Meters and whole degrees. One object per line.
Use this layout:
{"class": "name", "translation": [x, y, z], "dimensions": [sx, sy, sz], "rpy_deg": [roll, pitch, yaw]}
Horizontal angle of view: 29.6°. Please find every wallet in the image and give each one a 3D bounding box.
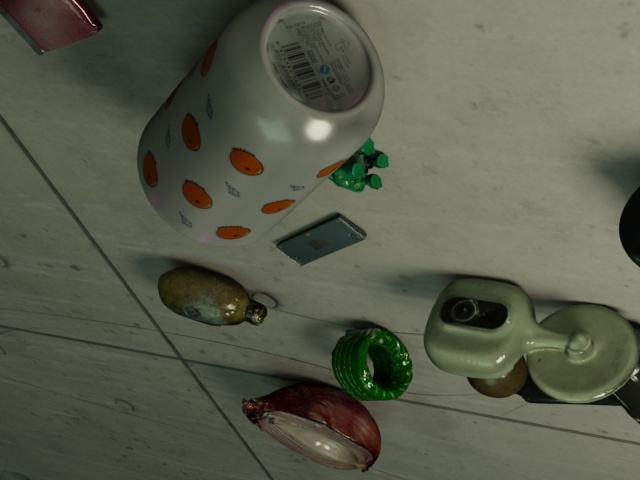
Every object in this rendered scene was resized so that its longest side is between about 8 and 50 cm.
{"class": "wallet", "translation": [-0.384, -0.332, 1.508], "dimensions": [0.119, 0.025, 0.232], "rpy_deg": [-12, 134, 33]}

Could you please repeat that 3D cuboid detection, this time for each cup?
{"class": "cup", "translation": [-0.070, -0.143, 1.436], "dimensions": [0.212, 0.212, 0.317], "rpy_deg": [30, 150, -13]}

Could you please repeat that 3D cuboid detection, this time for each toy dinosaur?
{"class": "toy dinosaur", "translation": [0.030, -0.100, 1.604], "dimensions": [0.096, 0.059, 0.132], "rpy_deg": [-4, 150, 47]}

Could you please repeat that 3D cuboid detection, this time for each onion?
{"class": "onion", "translation": [-0.015, 0.330, 2.281], "dimensions": [0.283, 0.120, 0.227], "rpy_deg": [28, 152, -17]}

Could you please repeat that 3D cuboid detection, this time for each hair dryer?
{"class": "hair dryer", "translation": [0.397, 0.217, 1.848], "dimensions": [0.189, 0.107, 0.352], "rpy_deg": [43, 151, -28]}

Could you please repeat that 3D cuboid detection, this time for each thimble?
{"class": "thimble", "translation": [0.084, 0.207, 2.018], "dimensions": [0.090, 0.118, 0.130], "rpy_deg": [-9, 112, 49]}

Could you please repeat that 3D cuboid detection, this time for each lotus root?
{"class": "lotus root", "translation": [-0.182, 0.101, 2.050], "dimensions": [0.192, 0.088, 0.113], "rpy_deg": [14, 166, 13]}

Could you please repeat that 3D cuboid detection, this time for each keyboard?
{"class": "keyboard", "translation": [-0.001, 0.001, 1.831], "dimensions": [0.055, 0.014, 0.176], "rpy_deg": [35, 148, -21]}

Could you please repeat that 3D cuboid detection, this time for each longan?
{"class": "longan", "translation": [0.269, 0.197, 1.896], "dimensions": [0.113, 0.092, 0.113], "rpy_deg": [25, 173, 3]}

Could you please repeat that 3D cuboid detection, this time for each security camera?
{"class": "security camera", "translation": [0.296, 0.135, 1.710], "dimensions": [0.301, 0.157, 0.080], "rpy_deg": [9, 146, 27]}

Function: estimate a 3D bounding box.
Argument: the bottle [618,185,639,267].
{"class": "bottle", "translation": [0.501, 0.055, 1.448], "dimensions": [0.144, 0.144, 0.336], "rpy_deg": [-11, 138, 45]}
